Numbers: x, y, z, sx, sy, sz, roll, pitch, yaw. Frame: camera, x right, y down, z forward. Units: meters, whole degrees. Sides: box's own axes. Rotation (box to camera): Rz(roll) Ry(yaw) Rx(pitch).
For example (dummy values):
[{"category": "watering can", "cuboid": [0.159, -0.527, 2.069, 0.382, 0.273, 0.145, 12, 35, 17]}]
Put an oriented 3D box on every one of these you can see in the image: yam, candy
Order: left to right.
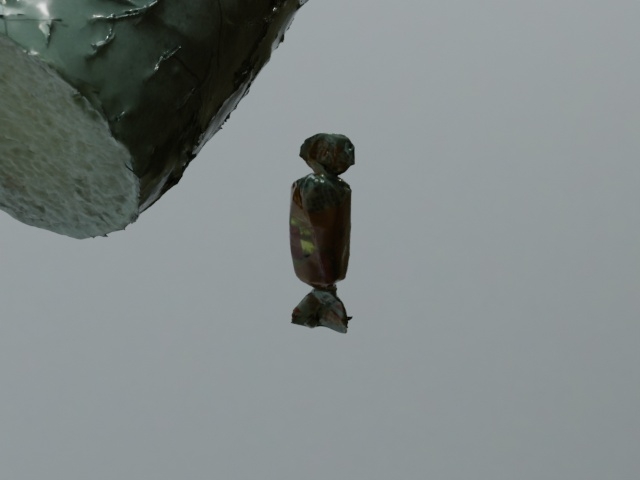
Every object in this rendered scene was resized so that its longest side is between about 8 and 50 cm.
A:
[{"category": "yam", "cuboid": [-0.157, -0.168, 1.437, 0.348, 0.241, 0.241, -50, -42, -39]}, {"category": "candy", "cuboid": [0.000, 0.000, 1.466, 0.046, 0.053, 0.182, -50, -35, -56]}]
